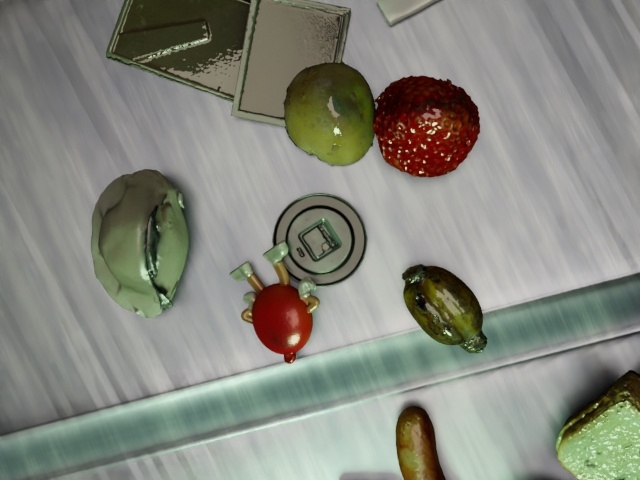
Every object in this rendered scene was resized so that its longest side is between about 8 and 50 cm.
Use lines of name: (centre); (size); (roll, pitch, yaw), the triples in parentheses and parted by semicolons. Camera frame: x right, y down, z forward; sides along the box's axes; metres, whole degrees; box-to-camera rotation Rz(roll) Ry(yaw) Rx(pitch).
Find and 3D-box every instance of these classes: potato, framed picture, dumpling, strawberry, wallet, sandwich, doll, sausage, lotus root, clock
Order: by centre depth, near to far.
sandwich: (0.585, 0.390, 1.681); (0.273, 0.095, 0.249); (37, 132, 2)
strawberry: (0.197, -0.218, 1.684); (0.205, 0.244, 0.205); (0, 88, 3)
lotus root: (0.237, 0.129, 1.748); (0.120, 0.120, 0.209); (-41, 88, 3)
potato: (0.026, -0.245, 1.752); (0.182, 0.117, 0.202); (-4, 91, -7)
sausage: (0.219, 0.463, 1.766); (0.103, 0.076, 0.302); (-28, 89, -4)
dumpling: (-0.358, 0.008, 1.769); (0.205, 0.163, 0.292); (8, 102, 0)
doll: (-0.075, 0.125, 1.774); (0.183, 0.085, 0.217); (-29, 82, 34)
wallet: (0.175, -0.469, 1.795); (0.122, 0.025, 0.061); (-28, 90, 4)
clock: (0.000, 0.000, 1.799); (0.185, 0.040, 0.184); (0, 90, 3)
framed picture: (-0.058, -0.347, 1.806); (0.197, 0.014, 0.252); (10, 91, -3)
framed picture: (-0.257, -0.415, 1.830); (0.289, 0.016, 0.213); (20, 92, 4)
